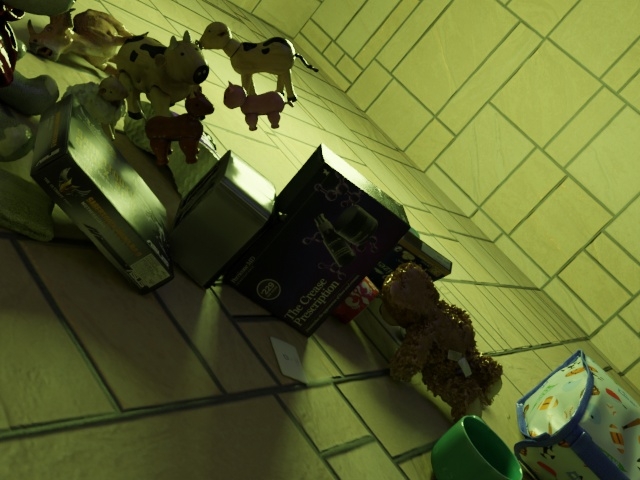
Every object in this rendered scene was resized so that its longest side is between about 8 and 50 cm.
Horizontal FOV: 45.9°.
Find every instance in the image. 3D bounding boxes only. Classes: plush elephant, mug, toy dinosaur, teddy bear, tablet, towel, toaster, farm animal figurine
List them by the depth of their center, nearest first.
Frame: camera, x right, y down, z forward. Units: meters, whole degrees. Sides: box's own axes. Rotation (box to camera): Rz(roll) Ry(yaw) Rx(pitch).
[{"bbox_3d":[-0.402,-0.057,0.947,0.148,0.027,0.110,30,22,-33],"label":"towel"},{"bbox_3d":[-0.471,-0.323,1.052,0.330,0.255,0.272,36,18,-17],"label":"plush elephant"},{"bbox_3d":[-0.048,0.183,1.158,0.054,0.006,0.083,29,21,-34],"label":"tablet"},{"bbox_3d":[-0.150,-0.040,1.182,0.110,0.185,0.168,40,17,-18],"label":"toaster"},{"bbox_3d":[0.244,0.358,1.205,0.129,0.097,0.157,48,18,21],"label":"mug"},{"bbox_3d":[-0.220,-0.279,1.261,0.326,0.172,0.330,15,37,27],"label":"farm animal figurine"},{"bbox_3d":[0.008,0.079,1.415,0.169,0.150,0.113,46,-19,0],"label":"mug"},{"bbox_3d":[0.221,0.204,1.450,0.338,0.113,0.245,41,55,-13],"label":"teddy bear"},{"bbox_3d":[-0.471,-0.427,1.548,0.200,0.127,0.296,28,15,-17],"label":"toy dinosaur"}]

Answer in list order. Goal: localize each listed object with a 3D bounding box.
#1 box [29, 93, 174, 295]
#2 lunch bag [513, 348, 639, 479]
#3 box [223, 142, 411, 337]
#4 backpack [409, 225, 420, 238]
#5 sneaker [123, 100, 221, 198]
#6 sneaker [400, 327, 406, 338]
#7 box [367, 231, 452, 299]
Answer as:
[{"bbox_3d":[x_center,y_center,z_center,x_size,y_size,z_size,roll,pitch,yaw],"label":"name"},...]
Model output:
[{"bbox_3d":[-0.288,-0.062,1.020,0.231,0.056,0.183,57,7,-35],"label":"box"},{"bbox_3d":[0.560,0.431,1.485,0.328,0.239,0.385,45,10,5],"label":"lunch bag"},{"bbox_3d":[-0.009,0.003,1.244,0.184,0.261,0.103,36,18,-15],"label":"box"},{"bbox_3d":[0.143,0.030,1.672,0.188,0.144,0.166,43,-24,-24],"label":"backpack"},{"bbox_3d":[-0.229,-0.154,1.423,0.293,0.102,0.146,47,17,17],"label":"sneaker"},{"bbox_3d":[0.286,0.220,1.596,0.232,0.115,0.090,34,19,-22],"label":"sneaker"},{"bbox_3d":[0.144,0.064,1.558,0.136,0.225,0.036,33,50,-23],"label":"box"}]
